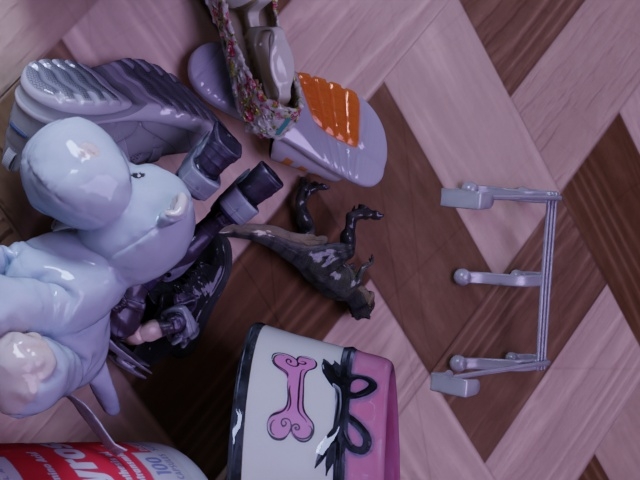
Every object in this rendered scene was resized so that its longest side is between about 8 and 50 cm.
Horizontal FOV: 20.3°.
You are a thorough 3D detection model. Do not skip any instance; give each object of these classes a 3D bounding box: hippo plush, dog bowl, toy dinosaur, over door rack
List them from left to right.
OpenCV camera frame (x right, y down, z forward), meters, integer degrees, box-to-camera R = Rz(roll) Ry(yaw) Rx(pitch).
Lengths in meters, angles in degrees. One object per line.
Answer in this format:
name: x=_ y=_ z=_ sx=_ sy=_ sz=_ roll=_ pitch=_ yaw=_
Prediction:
hippo plush: x=-0.218 y=0.028 z=1.618 sx=0.294 sy=0.234 sz=0.236 roll=41 pitch=97 yaw=-16
toy dinosaur: x=0.000 y=0.000 z=2.031 sx=0.268 sy=0.064 sz=0.118 roll=32 pitch=78 yaw=-38
dog bowl: x=0.002 y=0.288 z=1.838 sx=0.408 sy=0.150 sz=0.408 roll=0 pitch=90 yaw=-84
over door rack: x=0.197 y=0.050 z=2.174 sx=0.324 sy=0.108 sz=0.239 roll=-4 pitch=98 yaw=-65

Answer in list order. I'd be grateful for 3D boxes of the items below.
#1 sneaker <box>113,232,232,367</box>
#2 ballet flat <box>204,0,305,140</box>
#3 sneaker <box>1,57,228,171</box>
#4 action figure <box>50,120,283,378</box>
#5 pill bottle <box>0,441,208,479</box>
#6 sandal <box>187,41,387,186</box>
sneaker: x=-0.156 y=0.061 z=1.885 sx=0.089 sy=0.051 sz=0.170 roll=29 pitch=79 yaw=-46
ballet flat: x=-0.066 y=-0.225 z=1.881 sx=0.091 sy=0.077 sz=0.241 roll=-16 pitch=86 yaw=-35
sneaker: x=-0.212 y=-0.115 z=1.806 sx=0.281 sy=0.105 sz=0.115 roll=4 pitch=127 yaw=-50
action figure: x=-0.166 y=0.015 z=1.795 sx=0.285 sy=0.099 sz=0.185 roll=-44 pitch=114 yaw=5
pill bottle: x=-0.300 y=0.299 z=1.641 sx=0.408 sy=0.229 sz=0.229 roll=5 pitch=90 yaw=-45
sandal: x=-0.043 y=-0.139 z=1.969 sx=0.265 sy=0.076 sz=0.102 roll=27 pitch=62 yaw=-26
